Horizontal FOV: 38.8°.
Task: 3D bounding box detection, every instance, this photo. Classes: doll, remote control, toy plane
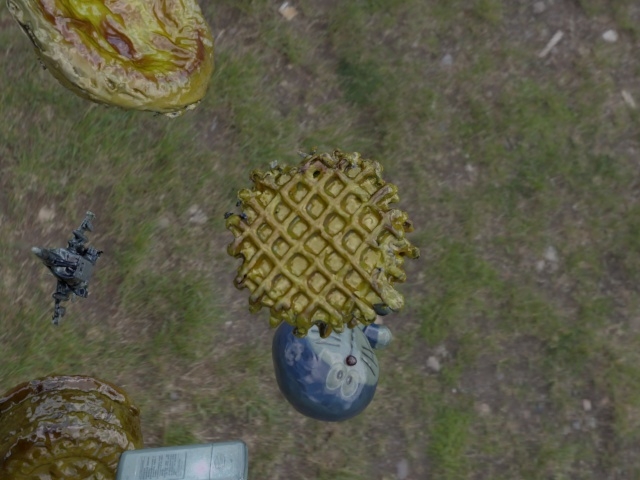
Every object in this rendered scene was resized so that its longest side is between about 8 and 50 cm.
[{"bbox_3d":[0.010,0.140,1.347,0.228,0.154,0.259,35,32,-26],"label":"doll"},{"bbox_3d":[-0.129,0.213,0.843,0.124,0.018,0.053,-7,42,3],"label":"remote control"},{"bbox_3d":[-0.390,0.038,1.400,0.088,0.262,0.192,17,81,-6],"label":"toy plane"}]

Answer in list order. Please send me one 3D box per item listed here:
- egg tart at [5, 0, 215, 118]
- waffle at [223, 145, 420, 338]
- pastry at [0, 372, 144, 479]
[{"bbox_3d":[-0.269,-0.264,1.143,0.294,0.116,0.295,26,45,-29],"label":"egg tart"},{"bbox_3d":[0.000,0.000,0.936,0.193,0.070,0.197,-16,78,13],"label":"waffle"},{"bbox_3d":[-0.291,0.243,1.034,0.188,0.189,0.103,3,36,-22],"label":"pastry"}]
